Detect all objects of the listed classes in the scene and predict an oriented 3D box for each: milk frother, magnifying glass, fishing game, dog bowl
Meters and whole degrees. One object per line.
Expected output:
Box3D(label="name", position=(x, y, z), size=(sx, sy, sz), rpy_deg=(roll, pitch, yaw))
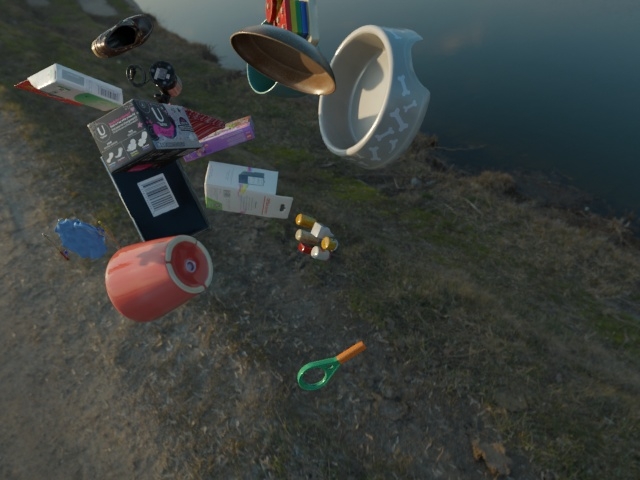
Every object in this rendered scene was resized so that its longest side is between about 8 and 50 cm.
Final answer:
Box3D(label="milk frother", position=(-0.568, -0.552, 1.439), size=(0.143, 0.135, 0.129), rpy_deg=(34, 88, -9))
Box3D(label="magnifying glass", position=(0.035, 0.373, 1.261), size=(0.231, 0.092, 0.026), rpy_deg=(-32, 27, 4))
Box3D(label="fishing game", position=(-0.856, -0.010, 1.505), size=(0.264, 0.189, 0.041), rpy_deg=(-13, 38, 18))
Box3D(label="dog bowl", position=(0.113, -0.354, 1.033), size=(0.102, 0.348, 0.348), rpy_deg=(4, 33, -30))

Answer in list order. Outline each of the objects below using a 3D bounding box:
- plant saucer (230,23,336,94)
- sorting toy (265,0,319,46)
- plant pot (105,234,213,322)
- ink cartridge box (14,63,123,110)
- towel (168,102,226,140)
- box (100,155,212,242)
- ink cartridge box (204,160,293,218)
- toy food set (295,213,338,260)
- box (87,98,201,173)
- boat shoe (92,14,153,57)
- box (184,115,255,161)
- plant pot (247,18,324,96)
Box3D(label="plant saucer", position=(-0.058, -0.319, 0.734), size=(0.199, 0.199, 0.036), rpy_deg=(23, 91, 30))
Box3D(label="sorting toy", position=(-0.094, -0.640, 1.207), size=(0.089, 0.257, 0.255), rpy_deg=(-4, -2, -19))
Box3D(label="plant pot", position=(-0.507, 0.110, 1.370), size=(0.243, 0.275, 0.275), rpy_deg=(-19, 34, 26))
Box3D(label="ink cartridge box", position=(-0.693, -0.400, 1.153), size=(0.225, 0.056, 0.181), rpy_deg=(-5, -6, 31))
Box3D(label="towel", position=(-0.492, -0.400, 1.475), size=(0.199, 0.031, 0.275), rpy_deg=(-17, -6, 28))
Box3D(label="box", position=(-0.767, -0.208, 2.049), size=(0.297, 0.479, 0.472), rpy_deg=(-26, 6, -12))
Box3D(label="ink cartridge box", position=(-0.295, -0.205, 1.761), size=(0.354, 0.207, 0.119), rpy_deg=(8, 64, -9))
Box3D(label="toy food set", position=(0.000, 0.000, 1.408), size=(0.105, 0.111, 0.232), rpy_deg=(16, 12, -36))
Box3D(label="box", position=(-0.479, -0.292, 1.173), size=(0.163, 0.142, 0.247), rpy_deg=(-22, 9, 16))
Box3D(label="boat shoe", position=(-0.532, -0.568, 1.160), size=(0.073, 0.073, 0.207), rpy_deg=(-3, 45, 39))
Box3D(label="box", position=(-0.415, -0.424, 1.722), size=(0.293, 0.057, 0.201), rpy_deg=(-19, 29, 1))
Box3D(label="plant pot", position=(-0.122, -0.720, 1.710), size=(0.235, 0.293, 0.293), rpy_deg=(2, 29, -41))
